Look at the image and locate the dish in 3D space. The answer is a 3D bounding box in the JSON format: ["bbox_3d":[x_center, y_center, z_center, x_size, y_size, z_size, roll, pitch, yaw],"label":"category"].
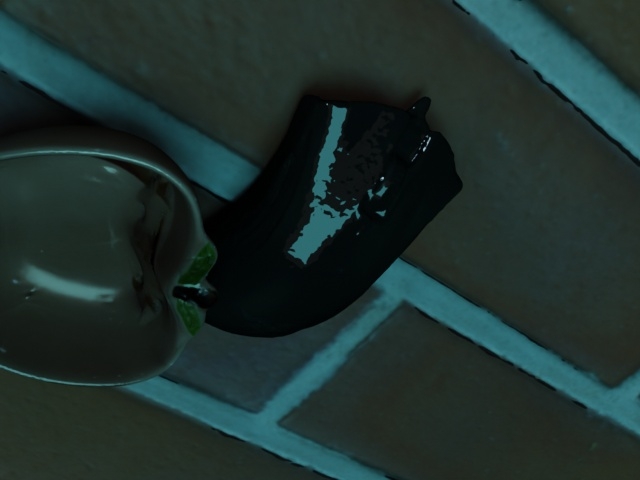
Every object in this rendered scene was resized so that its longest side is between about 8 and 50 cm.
[{"bbox_3d":[-0.171,0.001,0.594,0.214,0.090,0.213,-4,126,-5],"label":"dish"}]

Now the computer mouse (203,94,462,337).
[{"bbox_3d":[0.000,0.000,0.632,0.147,0.088,0.264,25,115,-29],"label":"computer mouse"}]
